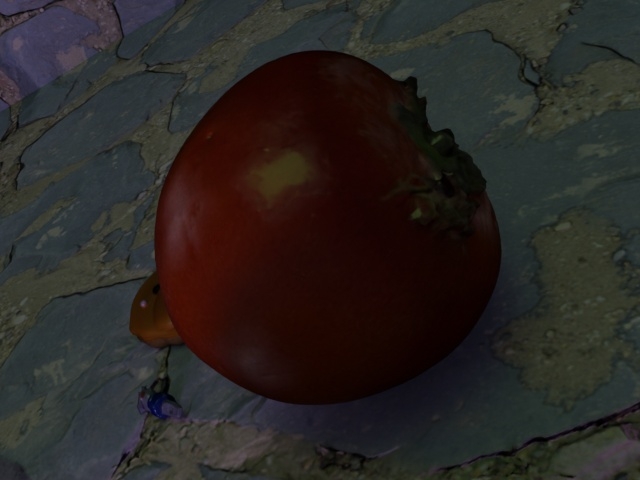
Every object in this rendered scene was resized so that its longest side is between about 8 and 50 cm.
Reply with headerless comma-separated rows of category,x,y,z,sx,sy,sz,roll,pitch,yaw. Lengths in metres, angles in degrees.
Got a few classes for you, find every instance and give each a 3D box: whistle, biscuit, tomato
whistle,-0.185,0.189,0.793,0.083,0.029,0.033,3,86,44
biscuit,-0.174,0.062,0.907,0.170,0.050,0.170,-19,39,16
tomato,0.000,0.000,0.648,0.322,0.321,0.321,-19,39,17
